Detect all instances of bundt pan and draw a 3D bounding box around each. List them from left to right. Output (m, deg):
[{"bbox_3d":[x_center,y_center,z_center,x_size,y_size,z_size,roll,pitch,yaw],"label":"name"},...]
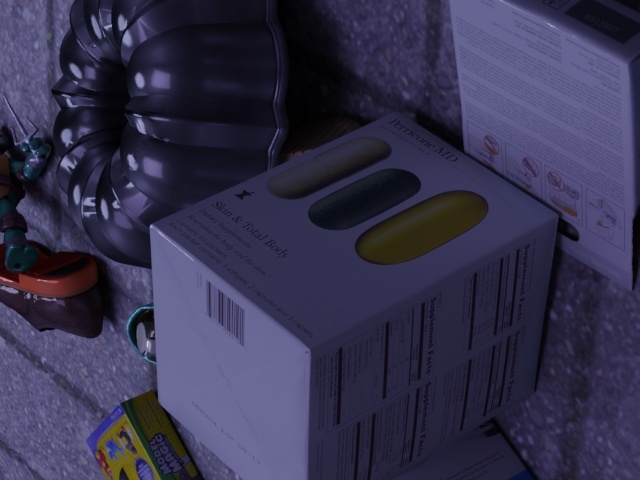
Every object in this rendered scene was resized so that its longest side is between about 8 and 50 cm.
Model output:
[{"bbox_3d":[-0.159,-0.127,1.549,0.331,0.124,0.331,-8,81,61],"label":"bundt pan"}]

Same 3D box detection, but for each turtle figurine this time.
[{"bbox_3d":[-0.395,-0.072,1.974,0.118,0.175,0.234,65,-166,-58],"label":"turtle figurine"}]

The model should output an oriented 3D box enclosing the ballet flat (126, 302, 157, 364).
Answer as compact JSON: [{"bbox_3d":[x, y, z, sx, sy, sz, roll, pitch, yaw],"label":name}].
[{"bbox_3d":[-0.132,0.115,1.727,0.247,0.087,0.083,14,111,57],"label":"ballet flat"}]

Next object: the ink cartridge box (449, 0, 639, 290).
[{"bbox_3d":[0.186,-0.097,1.285,0.189,0.066,0.232,35,153,37],"label":"ink cartridge box"}]

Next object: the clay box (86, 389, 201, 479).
[{"bbox_3d":[-0.186,0.301,1.948,0.222,0.053,0.127,60,144,13],"label":"clay box"}]

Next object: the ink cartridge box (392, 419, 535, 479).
[{"bbox_3d":[0.090,0.202,1.465,0.191,0.139,0.082,54,144,20],"label":"ink cartridge box"}]

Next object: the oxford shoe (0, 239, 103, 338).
[{"bbox_3d":[-0.359,0.064,2.020,0.271,0.097,0.098,12,122,49],"label":"oxford shoe"}]

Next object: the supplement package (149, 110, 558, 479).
[{"bbox_3d":[0.025,0.058,1.357,0.199,0.262,0.198,36,139,36],"label":"supplement package"}]

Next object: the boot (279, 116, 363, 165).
[{"bbox_3d":[0.000,0.000,1.553,0.248,0.090,0.207,-13,109,53],"label":"boot"}]
